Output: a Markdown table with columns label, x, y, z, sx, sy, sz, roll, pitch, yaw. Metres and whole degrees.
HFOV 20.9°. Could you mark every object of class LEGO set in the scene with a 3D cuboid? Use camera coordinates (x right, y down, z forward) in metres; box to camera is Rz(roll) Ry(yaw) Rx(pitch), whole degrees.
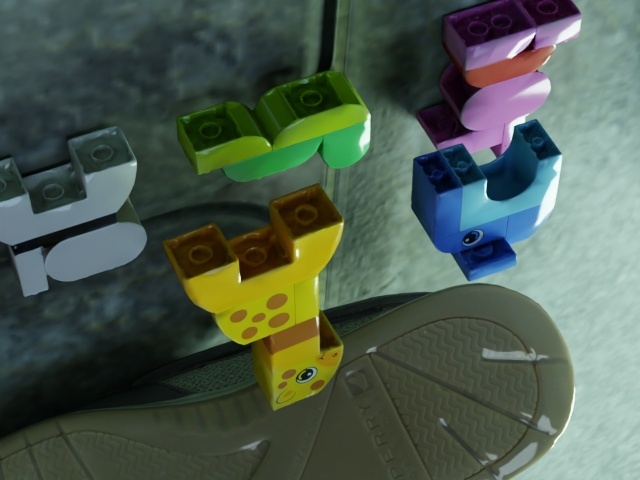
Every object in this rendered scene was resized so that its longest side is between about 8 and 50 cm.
| label | x | y | z | sx | sy | sz | roll | pitch | yaw |
| --- | --- | --- | --- | --- | --- | --- | --- | --- | --- |
| LEGO set | 0.000 | 0.000 | 0.616 | 0.227 | 0.087 | 0.093 | -18 | 142 | -14 |

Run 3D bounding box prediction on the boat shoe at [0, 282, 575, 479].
| label | x | y | z | sx | sy | sz | roll | pitch | yaw |
| --- | --- | --- | --- | --- | --- | --- | --- | --- | --- |
| boat shoe | -0.037 | 0.093 | 0.692 | 0.285 | 0.103 | 0.092 | -24 | 180 | 3 |
